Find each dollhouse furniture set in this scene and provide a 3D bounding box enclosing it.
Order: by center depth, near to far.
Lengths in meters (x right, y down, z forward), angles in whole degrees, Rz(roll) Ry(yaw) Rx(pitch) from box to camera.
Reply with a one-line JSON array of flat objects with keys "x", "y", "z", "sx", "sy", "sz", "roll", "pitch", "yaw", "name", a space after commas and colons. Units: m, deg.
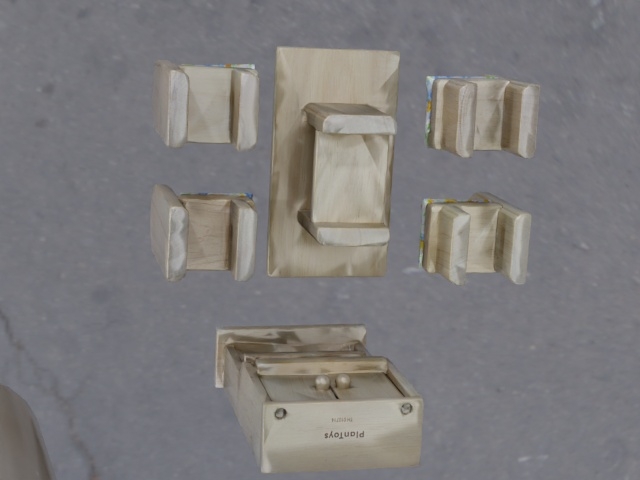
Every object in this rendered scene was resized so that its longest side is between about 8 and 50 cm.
[{"x": 0.000, "y": 0.000, "z": 0.785, "sx": 0.212, "sy": 0.161, "sz": 0.242, "roll": 0, "pitch": 103, "yaw": -13, "name": "dollhouse furniture set"}]

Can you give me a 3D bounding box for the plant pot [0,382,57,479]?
[{"x": -0.199, "y": 0.200, "z": 0.465, "sx": 0.323, "sy": 0.323, "sz": 0.280, "roll": -16, "pitch": 64, "yaw": 19, "name": "plant pot"}]
